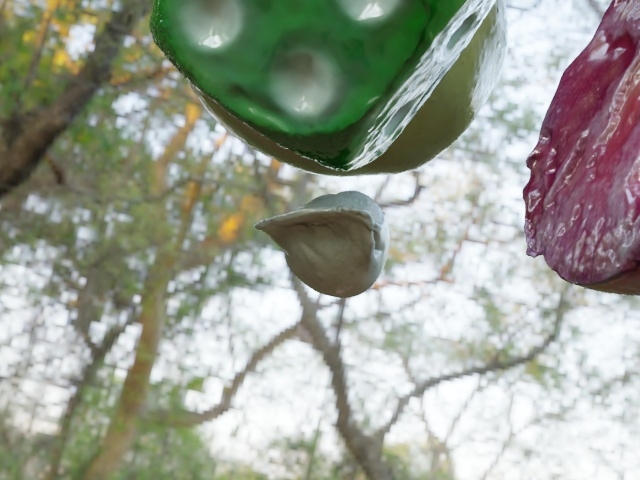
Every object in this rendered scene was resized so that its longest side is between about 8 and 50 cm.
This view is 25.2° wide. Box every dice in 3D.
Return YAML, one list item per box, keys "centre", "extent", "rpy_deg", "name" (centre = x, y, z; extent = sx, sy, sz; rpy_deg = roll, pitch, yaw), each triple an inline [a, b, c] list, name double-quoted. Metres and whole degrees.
- centre: [0.007, -0.266, 1.570]
  extent: [0.297, 0.300, 0.287]
  rpy_deg: [38, 19, 4]
  name: "dice"

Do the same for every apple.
- centre: [0.031, -0.299, 1.990]
  extent: [0.474, 0.473, 0.473]
  rpy_deg: [11, -15, 3]
  name: "apple"

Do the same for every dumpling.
- centre: [0.001, -0.004, 1.614]
  extent: [0.155, 0.111, 0.181]
  rpy_deg: [9, -44, 1]
  name: "dumpling"

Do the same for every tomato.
- centre: [0.320, -0.071, 1.242]
  extent: [0.176, 0.289, 0.335]
  rpy_deg: [28, 4, -21]
  name: "tomato"
